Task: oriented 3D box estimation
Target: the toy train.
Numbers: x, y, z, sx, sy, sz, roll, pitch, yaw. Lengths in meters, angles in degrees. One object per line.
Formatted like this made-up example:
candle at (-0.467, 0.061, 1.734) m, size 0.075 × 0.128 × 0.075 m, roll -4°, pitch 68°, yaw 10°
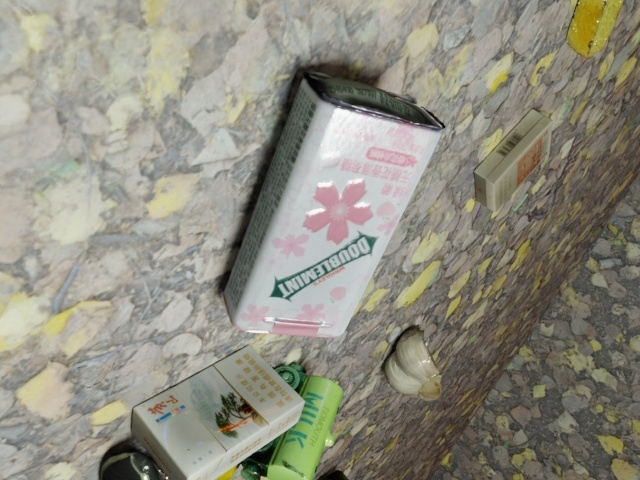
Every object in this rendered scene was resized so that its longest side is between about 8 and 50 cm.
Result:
toy train at (-0.048, 0.345, 1.201) m, size 0.253 × 0.157 × 0.105 m, roll -62°, pitch 166°, yaw -48°

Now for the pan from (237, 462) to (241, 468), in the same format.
pan at (-0.213, 0.439, 1.248) m, size 0.202 × 0.048 × 0.128 m, roll -41°, pitch 149°, yaw -21°

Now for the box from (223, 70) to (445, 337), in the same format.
box at (0.008, -0.038, 0.889) m, size 0.190 × 0.112 × 0.370 m, roll 8°, pitch 120°, yaw -29°

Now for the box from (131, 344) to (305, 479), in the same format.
box at (-0.160, 0.278, 1.028) m, size 0.233 × 0.149 × 0.067 m, roll -25°, pitch 140°, yaw -40°

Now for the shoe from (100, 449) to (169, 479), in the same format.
shoe at (-0.286, 0.394, 1.051) m, size 0.112 × 0.099 × 0.228 m, roll -31°, pitch 151°, yaw -45°

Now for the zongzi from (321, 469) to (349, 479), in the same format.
zongzi at (-0.050, 0.829, 1.890) m, size 0.285 × 0.134 × 0.288 m, roll -9°, pitch 139°, yaw -43°

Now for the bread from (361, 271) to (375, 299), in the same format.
bread at (0.050, 0.119, 1.273) m, size 0.153 × 0.028 × 0.068 m, roll -42°, pitch 151°, yaw -17°

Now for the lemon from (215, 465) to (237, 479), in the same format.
lemon at (-0.198, 0.381, 1.137) m, size 0.109 × 0.109 × 0.133 m, roll -53°, pitch 140°, yaw 5°

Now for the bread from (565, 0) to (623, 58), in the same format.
bread at (0.552, -0.455, 1.282) m, size 0.103 × 0.065 × 0.187 m, roll -36°, pitch 150°, yaw -23°

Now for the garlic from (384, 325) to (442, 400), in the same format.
garlic at (0.241, 0.334, 1.710) m, size 0.142 × 0.178 × 0.229 m, roll -21°, pitch 133°, yaw 9°

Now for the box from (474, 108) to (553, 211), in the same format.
box at (0.428, -0.175, 1.442) m, size 0.201 × 0.058 × 0.141 m, roll -46°, pitch 152°, yaw -10°
